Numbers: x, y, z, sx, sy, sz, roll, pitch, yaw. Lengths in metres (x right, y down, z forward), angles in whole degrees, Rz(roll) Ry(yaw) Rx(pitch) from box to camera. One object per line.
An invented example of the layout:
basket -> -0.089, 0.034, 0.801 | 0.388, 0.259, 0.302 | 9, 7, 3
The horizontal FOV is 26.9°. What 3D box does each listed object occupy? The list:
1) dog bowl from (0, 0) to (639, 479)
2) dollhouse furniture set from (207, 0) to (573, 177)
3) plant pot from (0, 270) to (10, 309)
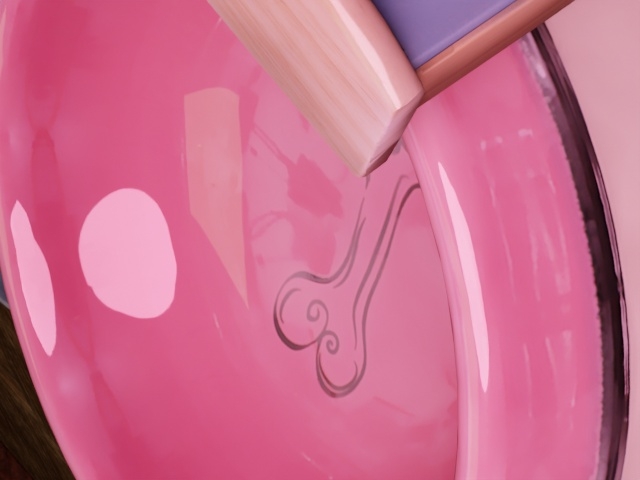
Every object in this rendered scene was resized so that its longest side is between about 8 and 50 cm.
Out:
dog bowl -> 0.000, 0.000, 0.554 | 0.408, 0.150, 0.408 | 24, 122, 46
dollhouse furniture set -> 0.042, -0.211, 0.281 | 0.286, 0.198, 0.303 | 50, 157, 10
plant pot -> -0.170, -0.124, 0.830 | 0.290, 0.195, 0.290 | 43, 152, 29
